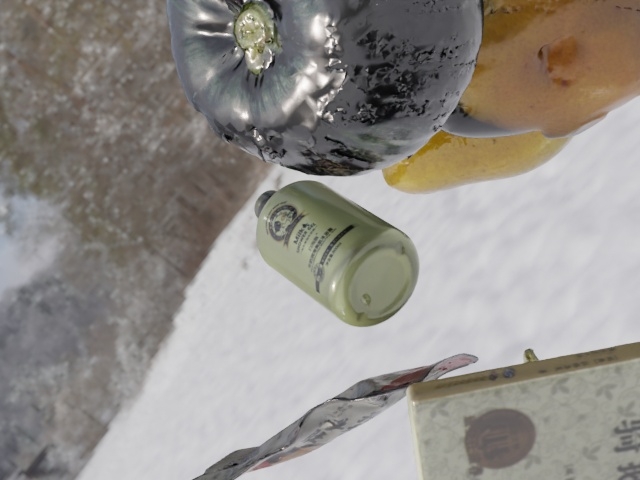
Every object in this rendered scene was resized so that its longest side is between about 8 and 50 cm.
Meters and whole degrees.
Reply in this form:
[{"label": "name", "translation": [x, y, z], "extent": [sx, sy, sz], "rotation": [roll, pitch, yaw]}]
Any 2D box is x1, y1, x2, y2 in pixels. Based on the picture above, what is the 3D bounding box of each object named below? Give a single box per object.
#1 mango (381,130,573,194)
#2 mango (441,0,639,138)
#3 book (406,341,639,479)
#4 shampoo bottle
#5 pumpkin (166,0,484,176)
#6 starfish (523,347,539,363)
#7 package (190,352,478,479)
[{"label": "mango", "translation": [0.184, -0.145, 1.344], "extent": [0.262, 0.167, 0.130], "rotation": [-22, 14, 8]}, {"label": "mango", "translation": [0.211, -0.203, 1.157], "extent": [0.153, 0.287, 0.201], "rotation": [-115, 31, -55]}, {"label": "book", "translation": [0.215, 0.150, 0.682], "extent": [0.310, 0.217, 0.021], "rotation": [-10, 25, -1]}, {"label": "shampoo bottle", "translation": [0.000, 0.000, 0.886], "extent": [0.079, 0.079, 0.162], "rotation": [-51, 42, -3]}, {"label": "pumpkin", "translation": [0.002, -0.154, 0.805], "extent": [0.163, 0.233, 0.233], "rotation": [-27, -13, -44]}, {"label": "starfish", "translation": [0.180, 0.175, 0.954], "extent": [0.053, 0.208, 0.176], "rotation": [80, -168, -78]}, {"label": "package", "translation": [-0.002, 0.143, 0.896], "extent": [0.239, 0.030, 0.154], "rotation": [-31, -9, 21]}]
